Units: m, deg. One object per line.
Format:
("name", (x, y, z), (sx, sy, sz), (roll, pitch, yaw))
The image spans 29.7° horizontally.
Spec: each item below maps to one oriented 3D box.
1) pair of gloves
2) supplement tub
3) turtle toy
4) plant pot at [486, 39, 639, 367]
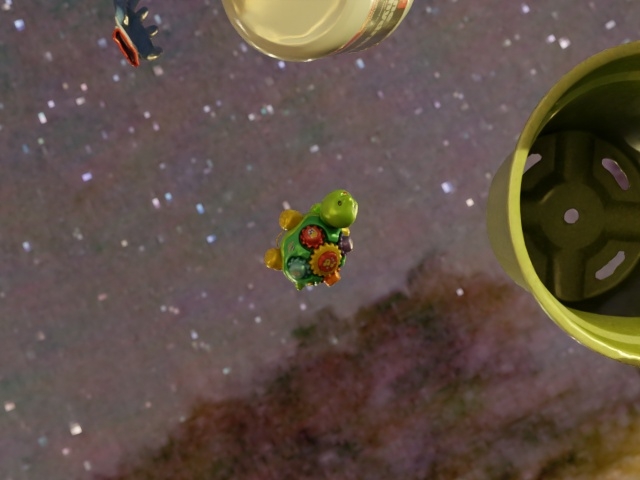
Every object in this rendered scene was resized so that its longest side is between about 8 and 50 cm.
("pair of gloves", (-0.247, -0.292, 1.418), (0.023, 0.198, 0.159), (-29, 19, 11))
("supplement tub", (0.007, -0.322, 1.488), (0.191, 0.191, 0.272), (-34, 0, 22))
("turtle toy", (0.000, 0.000, 1.393), (0.095, 0.066, 0.130), (13, -76, -35))
("plant pot", (0.272, -0.028, 1.123), (0.276, 0.276, 0.254), (-23, 2, -7))
